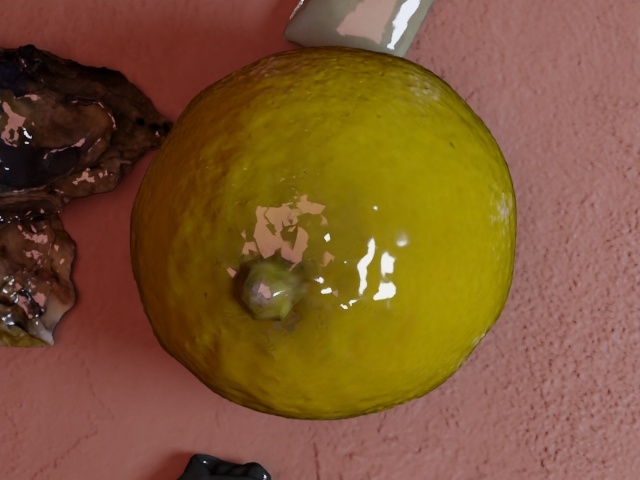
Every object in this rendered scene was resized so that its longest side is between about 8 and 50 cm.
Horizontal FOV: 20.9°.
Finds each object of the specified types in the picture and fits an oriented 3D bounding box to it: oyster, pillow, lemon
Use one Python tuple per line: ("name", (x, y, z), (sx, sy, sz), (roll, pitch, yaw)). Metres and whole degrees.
("oyster", (-0.318, -0.097, 1.646), (0.361, 0.096, 0.221), (14, 78, -5))
("pillow", (0.059, -0.254, 1.644), (0.119, 0.053, 0.208), (29, 98, 12))
("oyster", (-0.348, 0.008, 1.708), (0.223, 0.083, 0.214), (5, 93, 4))
("lemon", (0.000, 0.000, 1.508), (0.364, 0.364, 0.364), (0, 89, 11))

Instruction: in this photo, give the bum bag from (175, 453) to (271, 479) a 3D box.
("bum bag", (-0.044, 0.344, 1.636), (0.142, 0.080, 0.326), (-32, 74, 20))
